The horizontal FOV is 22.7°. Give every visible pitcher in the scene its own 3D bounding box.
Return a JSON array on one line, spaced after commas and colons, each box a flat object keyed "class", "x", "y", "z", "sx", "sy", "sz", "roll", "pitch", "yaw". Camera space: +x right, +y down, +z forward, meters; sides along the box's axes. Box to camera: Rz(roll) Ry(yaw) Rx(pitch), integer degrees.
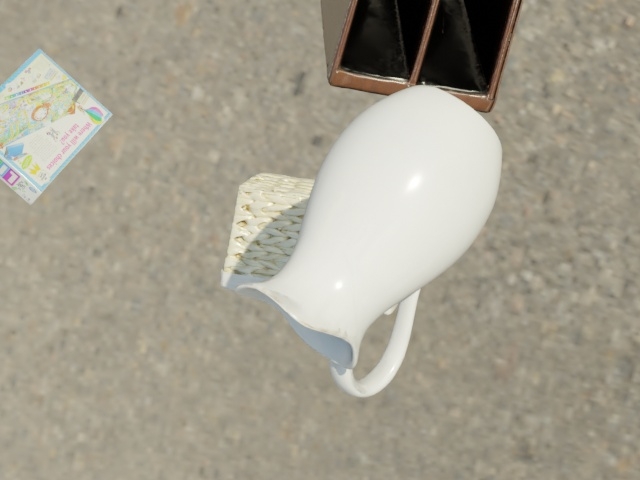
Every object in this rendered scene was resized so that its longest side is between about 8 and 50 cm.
[{"class": "pitcher", "x": 0.052, "y": 0.004, "z": 1.185, "sx": 0.125, "sy": 0.177, "sz": 0.207, "roll": 25, "pitch": 72, "yaw": 37}]

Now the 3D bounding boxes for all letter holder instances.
[{"class": "letter holder", "x": 0.095, "y": -0.291, "z": 1.467, "sx": 0.302, "sy": 0.152, "sz": 0.214, "roll": -94, "pitch": 15, "yaw": -56}]

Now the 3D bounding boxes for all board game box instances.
[{"class": "board game box", "x": -0.290, "y": -0.118, "z": 1.622, "sx": 0.026, "sy": 0.103, "sz": 0.154, "roll": -40, "pitch": 11, "yaw": 41}]

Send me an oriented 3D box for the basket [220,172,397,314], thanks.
[{"class": "basket", "x": 0.000, "y": 0.000, "z": 1.523, "sx": 0.167, "sy": 0.113, "sz": 0.103, "roll": 10, "pitch": 102, "yaw": 9}]
